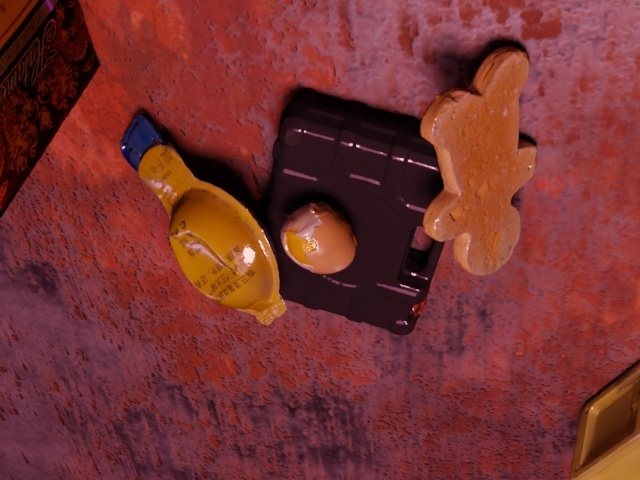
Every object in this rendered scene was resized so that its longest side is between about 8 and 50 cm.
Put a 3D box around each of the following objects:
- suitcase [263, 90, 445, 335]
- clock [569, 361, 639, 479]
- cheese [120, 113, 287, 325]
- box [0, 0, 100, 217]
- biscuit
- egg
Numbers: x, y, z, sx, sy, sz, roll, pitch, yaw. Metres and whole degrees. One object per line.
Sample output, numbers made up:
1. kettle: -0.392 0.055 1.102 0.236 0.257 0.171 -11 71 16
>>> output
1. suitcase: 0.040 -0.022 1.098 0.206 0.066 0.286 16 137 4
2. clock: 0.389 0.220 1.165 0.096 0.143 0.202 31 137 -2
3. cheese: -0.132 -0.019 1.110 0.270 0.069 0.177 51 144 1
4. box: -0.344 -0.245 0.860 0.115 0.264 0.415 3 135 15
5. biscuit: 0.154 -0.062 0.968 0.030 0.153 0.234 33 150 42
6. egg: 0.000 0.000 1.033 0.071 0.071 0.083 -21 125 35
